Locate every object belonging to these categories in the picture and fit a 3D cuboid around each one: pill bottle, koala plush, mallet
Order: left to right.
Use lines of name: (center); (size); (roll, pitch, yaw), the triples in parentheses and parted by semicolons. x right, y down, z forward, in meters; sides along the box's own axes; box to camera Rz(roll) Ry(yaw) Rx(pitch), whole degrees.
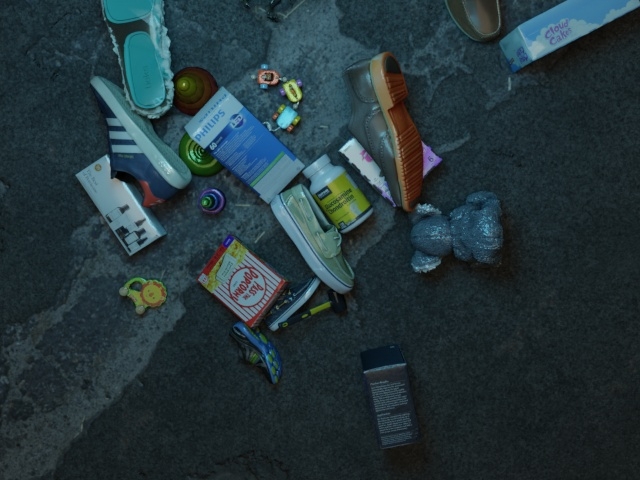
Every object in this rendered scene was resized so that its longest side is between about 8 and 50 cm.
mallet: (-0.022, 0.169, 1.455); (0.190, 0.039, 0.062); (-14, 98, -24)
pill bottle: (0.039, -0.116, 1.420); (0.103, 0.103, 0.184); (-37, 96, 5)
koala plush: (0.320, -0.016, 1.401); (0.221, 0.203, 0.196); (-1, 97, 12)

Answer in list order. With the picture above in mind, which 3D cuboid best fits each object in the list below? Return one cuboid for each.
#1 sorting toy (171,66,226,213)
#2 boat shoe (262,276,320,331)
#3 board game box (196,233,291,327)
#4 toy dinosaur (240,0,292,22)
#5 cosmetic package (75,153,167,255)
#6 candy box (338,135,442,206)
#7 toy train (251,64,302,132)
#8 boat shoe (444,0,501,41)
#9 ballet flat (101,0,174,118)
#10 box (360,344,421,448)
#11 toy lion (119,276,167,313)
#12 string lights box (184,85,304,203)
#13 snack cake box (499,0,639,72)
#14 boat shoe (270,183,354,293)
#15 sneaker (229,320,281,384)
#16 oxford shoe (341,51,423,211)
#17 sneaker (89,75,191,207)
sorting toy: (-0.295, -0.242, 1.396); (0.127, 0.126, 0.365); (-8, 96, 1)
boat shoe: (-0.087, 0.142, 1.472); (0.083, 0.065, 0.183); (44, 96, -4)
board game box: (-0.193, 0.100, 1.449); (0.193, 0.045, 0.146); (38, 96, 15)
toy dinosaur: (-0.130, -0.600, 1.385); (0.268, 0.064, 0.118); (19, 90, 0)
cosmetic package: (-0.495, -0.089, 1.448); (0.099, 0.060, 0.239); (-33, 96, 3)
candy box: (0.167, -0.208, 1.424); (0.196, 0.070, 0.165); (44, 95, -4)
toy train: (-0.105, -0.344, 1.424); (0.125, 0.046, 0.166); (-1, 94, 2)
boat shoe: (0.342, -0.623, 1.348); (0.123, 0.116, 0.324); (-24, 96, 3)
ballet flat: (-0.424, -0.486, 1.362); (0.147, 0.147, 0.408); (-6, 95, 1)
box: (0.174, 0.388, 1.459); (0.108, 0.153, 0.207); (-12, 96, 2)
toy lion: (-0.449, 0.133, 1.493); (0.096, 0.034, 0.100); (-41, 95, -2)
string lights box: (-0.173, -0.219, 1.361); (0.133, 0.076, 0.260); (-45, 126, 5)
snack cake box: (0.569, -0.501, 1.344); (0.264, 0.152, 0.089); (-27, 97, 4)
boat shoe: (0.000, 0.000, 1.413); (0.094, 0.109, 0.302); (-33, 106, 20)
sneaker: (-0.166, 0.290, 1.500); (0.078, 0.067, 0.188); (-32, 98, 25)
oxford shoe: (0.146, -0.239, 1.344); (0.133, 0.130, 0.363); (-6, 106, 33)
sneaker: (-0.465, -0.229, 1.378); (0.148, 0.131, 0.350); (-40, 79, 13)
